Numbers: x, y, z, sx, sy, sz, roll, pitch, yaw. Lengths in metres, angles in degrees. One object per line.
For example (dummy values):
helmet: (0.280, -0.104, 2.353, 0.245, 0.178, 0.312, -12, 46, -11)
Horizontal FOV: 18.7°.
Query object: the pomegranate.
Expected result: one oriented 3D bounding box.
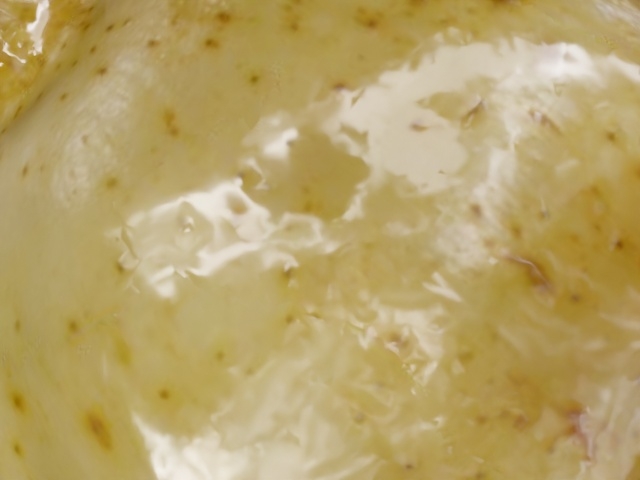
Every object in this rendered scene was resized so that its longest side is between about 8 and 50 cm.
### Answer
pomegranate: (0.000, 0.000, 0.808, 0.410, 0.410, 0.410, 2, 85, -22)
